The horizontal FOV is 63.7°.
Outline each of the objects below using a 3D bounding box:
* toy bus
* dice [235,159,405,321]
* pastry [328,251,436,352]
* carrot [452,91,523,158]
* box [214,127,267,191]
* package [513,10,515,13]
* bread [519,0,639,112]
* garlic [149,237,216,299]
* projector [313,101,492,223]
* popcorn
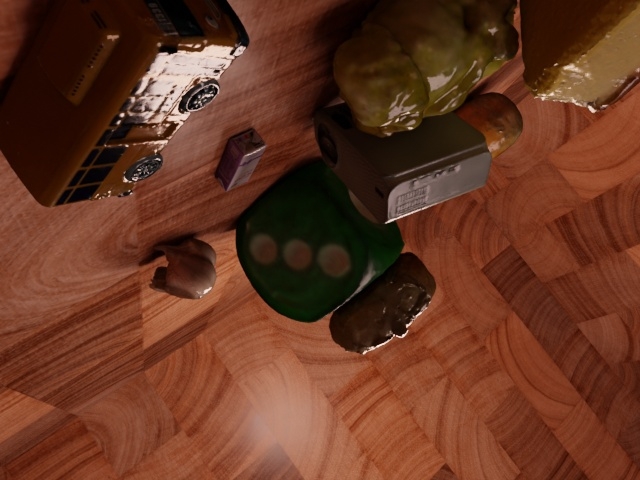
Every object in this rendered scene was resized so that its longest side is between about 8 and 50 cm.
[{"bbox_3d":[-0.163,-0.122,0.402,0.201,0.098,0.114,-39,173,31],"label":"toy bus"},{"bbox_3d":[0.000,0.000,1.237,0.300,0.297,0.287,-40,176,26],"label":"dice"},{"bbox_3d":[0.149,0.157,1.310,0.330,0.136,0.329,-40,-178,2],"label":"pastry"},{"bbox_3d":[0.505,-0.346,1.752,0.341,0.224,0.224,-37,173,0],"label":"carrot"},{"bbox_3d":[-0.128,-0.125,0.816,0.051,0.036,0.117,-32,173,-34],"label":"box"},{"bbox_3d":[0.229,-0.348,0.885,0.226,0.090,0.168,-36,171,25],"label":"package"},{"bbox_3d":[0.362,-0.362,0.583,0.144,0.323,0.333,7,165,-8],"label":"bread"},{"bbox_3d":[-0.263,0.049,1.021,0.174,0.124,0.099,-88,-167,-59],"label":"garlic"},{"bbox_3d":[0.128,-0.153,0.874,0.199,0.250,0.108,-21,137,-18],"label":"projector"},{"bbox_3d":[0.133,-0.248,0.737,0.286,0.173,0.225,-37,178,-15],"label":"popcorn"}]
